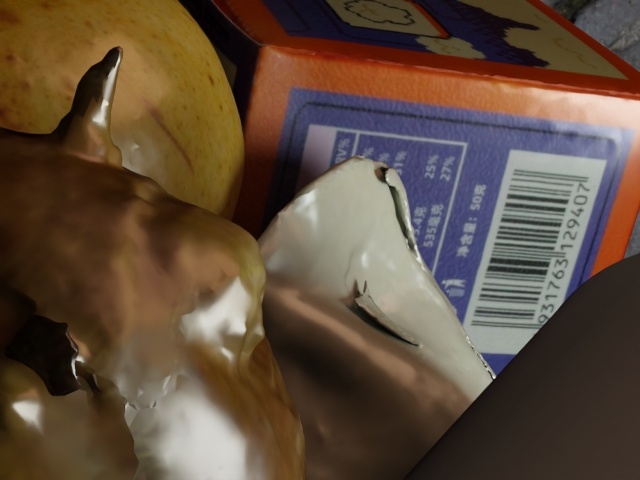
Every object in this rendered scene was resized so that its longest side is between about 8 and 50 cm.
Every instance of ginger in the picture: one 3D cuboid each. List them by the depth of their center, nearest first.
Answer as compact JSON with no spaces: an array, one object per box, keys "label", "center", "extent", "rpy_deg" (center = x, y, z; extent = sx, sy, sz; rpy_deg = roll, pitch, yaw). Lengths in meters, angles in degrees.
[{"label":"ginger","center":[-0.173,0.003,0.418],"extent":[0.418,0.254,0.176],"rpy_deg":[46,9,5]}]

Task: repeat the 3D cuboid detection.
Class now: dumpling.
[{"label":"dumpling","center":[-0.010,0.149,0.662],"extent":[0.181,0.341,0.260],"rpy_deg":[32,31,25]}]

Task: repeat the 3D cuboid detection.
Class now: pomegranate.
[{"label":"pomegranate","center":[-0.156,-0.024,0.656],"extent":[0.264,0.264,0.264],"rpy_deg":[51,4,-5]}]

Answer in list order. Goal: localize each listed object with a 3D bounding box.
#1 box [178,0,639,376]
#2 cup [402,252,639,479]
[{"label":"box","center":[0.000,0.000,0.912],"extent":[0.257,0.348,0.318],"rpy_deg":[4,25,-20]},{"label":"cup","center":[0.097,0.185,0.475],"extent":[0.253,0.371,0.253],"rpy_deg":[26,-45,29]}]
